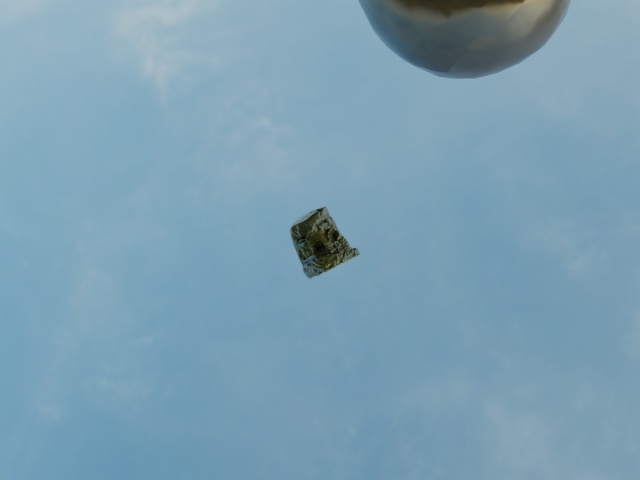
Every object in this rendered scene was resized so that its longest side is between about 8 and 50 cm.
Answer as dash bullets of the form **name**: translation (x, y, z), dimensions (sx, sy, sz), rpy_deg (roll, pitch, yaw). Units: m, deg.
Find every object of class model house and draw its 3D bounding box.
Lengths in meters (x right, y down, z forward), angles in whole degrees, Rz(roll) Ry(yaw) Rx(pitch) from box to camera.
- **model house**: translation (0.000, 0.000, 1.174), dimensions (0.078, 0.066, 0.083), rpy_deg (-24, -92, -45)

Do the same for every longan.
- **longan**: translation (0.244, -0.468, 1.484), dimensions (0.404, 0.336, 0.405), rpy_deg (-5, -103, 23)
